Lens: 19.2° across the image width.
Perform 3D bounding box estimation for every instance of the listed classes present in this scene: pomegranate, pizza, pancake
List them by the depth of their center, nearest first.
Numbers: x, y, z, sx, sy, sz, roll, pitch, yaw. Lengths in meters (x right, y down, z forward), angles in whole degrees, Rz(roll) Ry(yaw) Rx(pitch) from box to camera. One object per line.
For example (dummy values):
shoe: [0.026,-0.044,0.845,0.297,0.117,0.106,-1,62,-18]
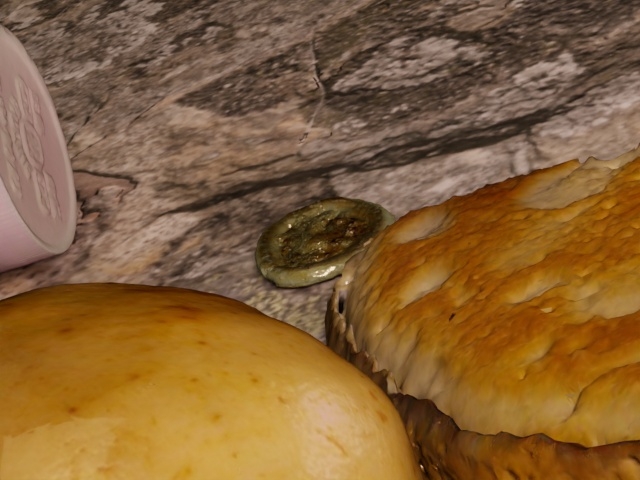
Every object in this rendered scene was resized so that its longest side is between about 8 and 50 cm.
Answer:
pomegranate: [-0.088,0.149,0.833,0.307,0.307,0.307,-17,27,9]
pizza: [0.212,0.023,0.994,0.406,0.130,0.440,-27,17,-11]
pancake: [0.000,0.000,1.312,0.108,0.017,0.108,-13,27,7]

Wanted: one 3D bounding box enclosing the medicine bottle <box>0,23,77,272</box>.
medicine bottle: [-0.394,-0.025,1.431,0.379,0.213,0.213,-16,27,11]
